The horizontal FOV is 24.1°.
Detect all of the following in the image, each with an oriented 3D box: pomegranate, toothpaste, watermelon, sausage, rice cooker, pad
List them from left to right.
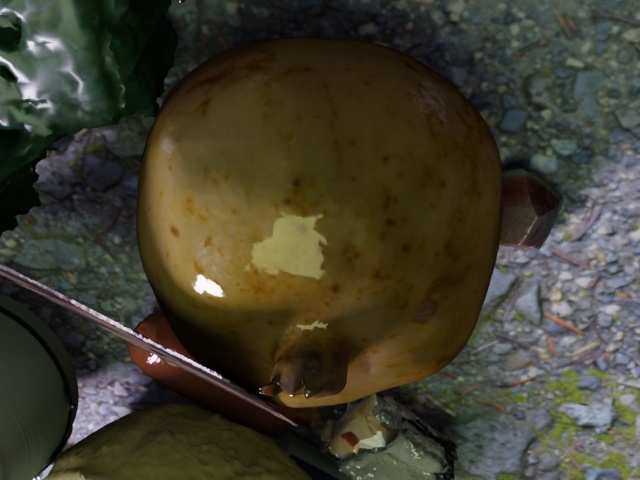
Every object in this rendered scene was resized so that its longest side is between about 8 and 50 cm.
[{"bbox_3d":[-0.372,0.171,1.502,0.226,0.244,0.226,10,121,16],"label":"rice cooker"},{"bbox_3d":[-0.184,0.072,1.284,0.330,0.004,0.220,25,171,19],"label":"pad"},{"bbox_3d":[-0.108,0.137,1.542,0.194,0.077,0.077,30,125,-13],"label":"sausage"},{"bbox_3d":[0.000,0.000,1.256,0.342,0.342,0.342,5,127,6],"label":"pomegranate"},{"bbox_3d":[0.037,0.275,1.640,0.268,0.047,0.069,30,115,-16],"label":"toothpaste"},{"bbox_3d":[0.177,-0.015,1.384,0.084,0.072,0.092,-10,131,37],"label":"watermelon"}]

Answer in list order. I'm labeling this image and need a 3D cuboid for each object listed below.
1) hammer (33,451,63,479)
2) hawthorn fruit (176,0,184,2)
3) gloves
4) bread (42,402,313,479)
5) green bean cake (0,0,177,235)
[{"bbox_3d":[-0.377,0.304,1.740,0.246,0.029,0.103,-29,116,29],"label":"hammer"},{"bbox_3d":[-0.103,-0.285,1.155,0.185,0.185,0.202,3,107,8],"label":"hawthorn fruit"},{"bbox_3d":[0.080,0.222,1.574,0.114,0.070,0.153,-41,111,16],"label":"gloves"},{"bbox_3d":[-0.134,0.306,1.550,0.320,0.237,0.320,31,140,31],"label":"bread"},{"bbox_3d":[-0.285,-0.145,1.301,0.308,0.169,0.300,0,126,8],"label":"green bean cake"}]
